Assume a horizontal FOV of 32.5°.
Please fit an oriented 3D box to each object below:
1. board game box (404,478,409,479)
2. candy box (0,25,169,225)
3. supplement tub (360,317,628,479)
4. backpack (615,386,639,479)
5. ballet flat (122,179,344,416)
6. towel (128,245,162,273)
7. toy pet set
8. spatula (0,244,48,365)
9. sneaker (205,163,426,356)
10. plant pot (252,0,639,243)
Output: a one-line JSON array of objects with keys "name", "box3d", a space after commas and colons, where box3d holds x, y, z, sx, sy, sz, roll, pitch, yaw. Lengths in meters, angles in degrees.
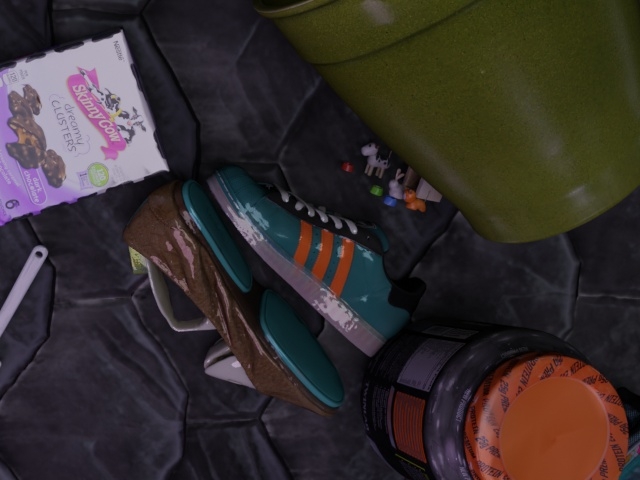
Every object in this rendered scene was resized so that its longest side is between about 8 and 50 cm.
[{"name": "board game box", "box3d": [0.200, 0.349, 1.421, 0.201, 0.035, 0.136, 21, 99, -15]}, {"name": "candy box", "box3d": [-0.283, -0.127, 1.199, 0.196, 0.070, 0.165, -19, 106, -5]}, {"name": "supplement tub", "box3d": [0.182, 0.194, 1.208, 0.207, 0.338, 0.207, 0, 89, -14]}, {"name": "backpack", "box3d": [0.341, 0.334, 1.332, 0.253, 0.191, 0.225, -28, 122, -16]}, {"name": "ballet flat", "box3d": [-0.109, 0.086, 1.267, 0.124, 0.116, 0.342, -29, 114, 18]}, {"name": "towel", "box3d": [-0.182, 0.008, 1.283, 0.083, 0.009, 0.060, -8, 105, -8]}, {"name": "toy pet set", "box3d": [0.103, -0.084, 1.259, 0.114, 0.122, 0.065, 9, 110, -32]}, {"name": "spatula", "box3d": [-0.420, 0.075, 1.228, 0.168, 0.019, 0.242, 28, 111, -12]}, {"name": "sneaker", "box3d": [0.000, 0.000, 1.269, 0.121, 0.108, 0.302, -45, 115, 2]}, {"name": "plant pot", "box3d": [0.181, -0.199, 1.130, 0.366, 0.366, 0.353, -36, 112, 0]}]
